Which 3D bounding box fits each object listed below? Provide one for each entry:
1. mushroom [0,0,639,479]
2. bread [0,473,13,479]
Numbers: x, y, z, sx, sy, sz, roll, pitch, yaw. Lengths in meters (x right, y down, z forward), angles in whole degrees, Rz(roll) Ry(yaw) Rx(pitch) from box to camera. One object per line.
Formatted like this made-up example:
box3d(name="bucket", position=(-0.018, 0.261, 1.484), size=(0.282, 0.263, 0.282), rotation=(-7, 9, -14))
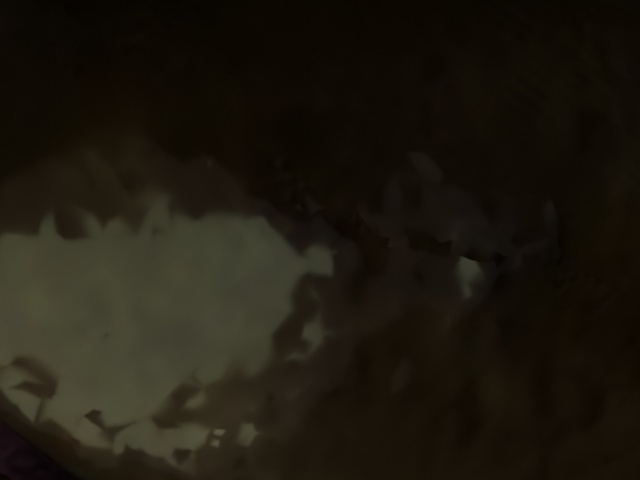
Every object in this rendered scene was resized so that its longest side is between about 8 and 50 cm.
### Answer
box3d(name="mushroom", position=(0.021, -0.035, 0.567), size=(0.314, 0.224, 0.397), rotation=(-41, 129, 11))
box3d(name="bread", position=(-0.121, 0.254, 0.612), size=(0.253, 0.348, 0.376), rotation=(-63, 154, -23))
